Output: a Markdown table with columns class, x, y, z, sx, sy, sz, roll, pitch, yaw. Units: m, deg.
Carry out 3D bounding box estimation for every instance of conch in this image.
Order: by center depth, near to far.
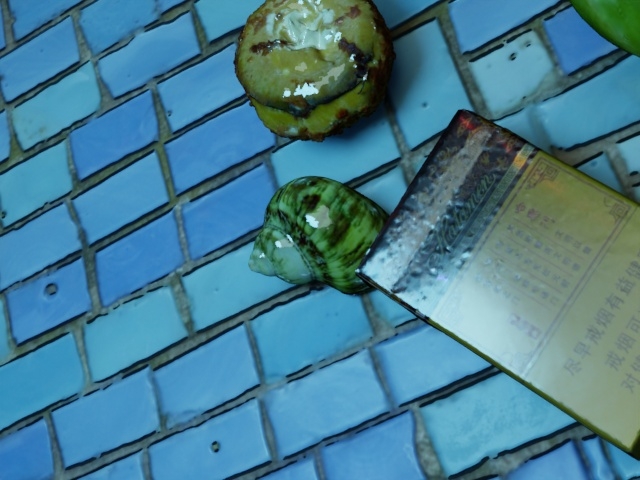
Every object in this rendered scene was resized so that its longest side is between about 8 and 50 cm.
| class | x | y | z | sx | sy | sz | roll | pitch | yaw |
| --- | --- | --- | --- | --- | --- | --- | --- | --- | --- |
| conch | -0.002 | 0.000 | 1.562 | 0.181 | 0.124 | 0.187 | -39 | 73 | 16 |

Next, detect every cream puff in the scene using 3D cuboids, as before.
| class | x | y | z | sx | sy | sz | roll | pitch | yaw |
| --- | --- | --- | --- | --- | --- | --- | --- | --- | --- |
| cream puff | -0.004 | -0.249 | 1.622 | 0.239 | 0.164 | 0.240 | -8 | 59 | 13 |

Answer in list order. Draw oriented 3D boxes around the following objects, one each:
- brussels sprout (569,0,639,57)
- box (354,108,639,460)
| class | x | y | z | sx | sy | sz | roll | pitch | yaw |
| --- | --- | --- | --- | --- | --- | --- | --- | --- | --- |
| brussels sprout | 0.457 | -0.372 | 1.337 | 0.361 | 0.342 | 0.426 | -20 | 64 | 22 |
| box | 0.277 | 0.043 | 1.410 | 0.415 | 0.116 | 0.264 | 32 | 90 | 27 |
